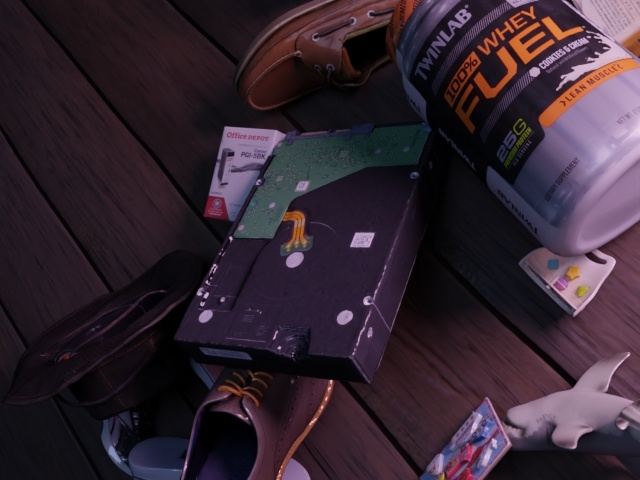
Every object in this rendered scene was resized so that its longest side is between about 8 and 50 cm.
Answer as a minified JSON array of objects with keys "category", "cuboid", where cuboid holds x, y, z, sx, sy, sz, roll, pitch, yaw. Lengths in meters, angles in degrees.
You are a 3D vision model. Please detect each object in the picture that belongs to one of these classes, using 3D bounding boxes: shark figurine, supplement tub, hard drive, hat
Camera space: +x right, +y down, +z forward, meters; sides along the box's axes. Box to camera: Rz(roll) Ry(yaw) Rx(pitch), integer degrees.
[{"category":"shark figurine","cuboid":[0.295,0.207,0.702,0.166,0.278,0.116,-33,102,-10]},{"category":"supplement tub","cuboid":[0.219,-0.152,0.788,0.193,0.194,0.316,-46,60,15]},{"category":"hard drive","cuboid":[0.000,0.000,0.878,0.237,0.064,0.338,0,51,31]},{"category":"hat","cuboid":[-0.261,0.153,1.017,0.331,0.331,0.134,-24,108,25]}]

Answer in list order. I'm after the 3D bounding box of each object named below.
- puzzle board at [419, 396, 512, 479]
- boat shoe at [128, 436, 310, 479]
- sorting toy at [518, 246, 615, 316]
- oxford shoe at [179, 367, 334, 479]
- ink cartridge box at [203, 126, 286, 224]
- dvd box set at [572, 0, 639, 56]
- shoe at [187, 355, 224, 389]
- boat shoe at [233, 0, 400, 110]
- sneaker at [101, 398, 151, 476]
[{"category":"puzzle board","cuboid":[0.151,0.240,0.808,0.011,0.096,0.128,33,103,-12]},{"category":"boat shoe","cuboid":[-0.128,0.319,0.969,0.258,0.095,0.084,5,114,26]},{"category":"sorting toy","cuboid":[0.274,0.032,0.806,0.075,0.045,0.083,-45,60,7]},{"category":"oxford shoe","cuboid":[-0.067,0.185,0.875,0.130,0.132,0.363,12,63,14]},{"category":"ink cartridge box","cuboid":[-0.098,-0.088,1.048,0.099,0.056,0.135,9,84,33]},{"category":"dvd box set","cuboid":[0.413,-0.430,0.763,0.420,0.062,0.307,-38,62,32]},{"category":"shoe","cuboid":[-0.105,0.173,0.989,0.178,0.063,0.081,39,106,36]},{"category":"boat shoe","cuboid":[0.016,-0.253,0.982,0.307,0.111,0.104,-32,64,22]},{"category":"sneaker","cuboid":[-0.274,0.255,1.075,0.077,0.072,0.178,-38,68,7]}]
